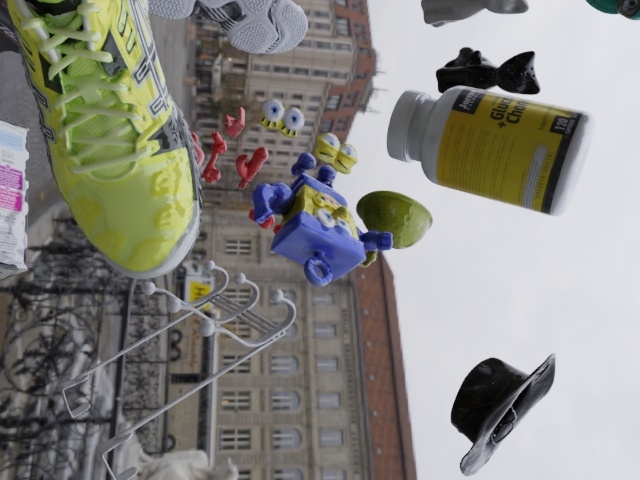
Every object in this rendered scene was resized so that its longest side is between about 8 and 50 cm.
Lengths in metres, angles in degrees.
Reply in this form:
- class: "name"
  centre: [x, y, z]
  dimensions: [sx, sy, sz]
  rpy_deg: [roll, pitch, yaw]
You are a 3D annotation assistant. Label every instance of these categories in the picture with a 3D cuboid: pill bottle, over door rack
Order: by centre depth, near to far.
- class: "pill bottle"
  centre: [0.164, -0.095, 0.603]
  dimensions: [0.103, 0.184, 0.103]
  rpy_deg: [-47, 147, -44]
- class: "over door rack"
  centre: [-0.223, 0.154, 0.874]
  dimensions: [0.240, 0.324, 0.108]
  rpy_deg: [17, -38, 54]

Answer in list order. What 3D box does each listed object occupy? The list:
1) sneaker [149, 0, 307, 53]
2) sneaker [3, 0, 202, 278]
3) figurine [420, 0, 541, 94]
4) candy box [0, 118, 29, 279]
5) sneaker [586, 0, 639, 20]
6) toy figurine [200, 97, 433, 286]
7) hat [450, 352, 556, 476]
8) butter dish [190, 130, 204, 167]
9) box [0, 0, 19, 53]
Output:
- class: "sneaker"
  centre: [-0.196, -0.493, 1.144]
  dimensions: [0.137, 0.366, 0.210]
  rpy_deg: [-48, -133, 40]
- class: "sneaker"
  centre: [-0.212, -0.148, 0.545]
  dimensions: [0.147, 0.145, 0.384]
  rpy_deg: [-62, 137, -86]
- class: "figurine"
  centre: [0.281, -0.349, 1.030]
  dimensions: [0.209, 0.092, 0.214]
  rpy_deg: [28, -39, 59]
- class: "candy box"
  centre: [-0.518, -0.051, 0.918]
  dimensions: [0.071, 0.159, 0.233]
  rpy_deg: [17, 61, -56]
- class: "sneaker"
  centre: [0.309, -0.309, 0.567]
  dimensions: [0.178, 0.296, 0.123]
  rpy_deg: [-32, -133, 44]
- class: "toy figurine"
  centre: [0.000, 0.000, 0.827]
  dimensions: [0.191, 0.363, 0.217]
  rpy_deg: [-43, -147, 30]
- class: "hat"
  centre: [0.380, 0.354, 1.350]
  dimensions: [0.134, 0.331, 0.331]
  rpy_deg: [37, -47, 35]
- class: "butter dish"
  centre: [-0.317, -0.196, 1.346]
  dimensions: [0.118, 0.160, 0.160]
  rpy_deg: [-55, -169, -25]
- class: "box"
  centre: [-0.580, -0.444, 1.068]
  dimensions: [0.295, 0.294, 0.073]
  rpy_deg: [47, 57, -58]
